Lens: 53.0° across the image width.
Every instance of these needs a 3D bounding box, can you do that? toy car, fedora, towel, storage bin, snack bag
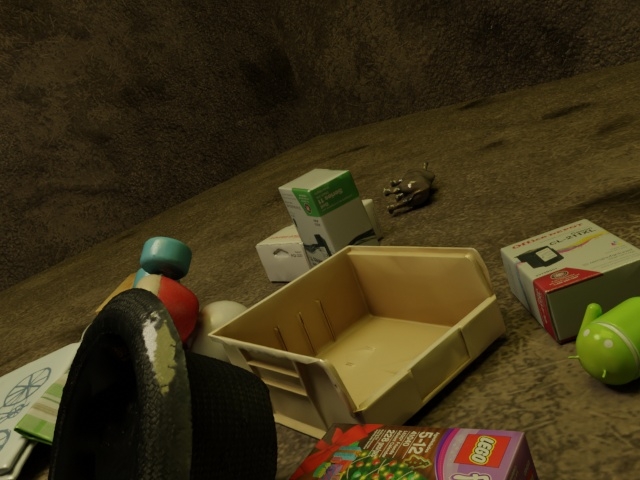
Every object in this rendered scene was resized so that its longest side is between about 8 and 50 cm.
[{"bbox_3d":[-0.179,0.148,0.971,0.210,0.238,0.219,129,153,-56],"label":"toy car"},{"bbox_3d":[-0.142,0.206,0.599,0.153,0.333,0.334,10,-3,-32],"label":"fedora"},{"bbox_3d":[-0.363,0.255,0.952,0.113,0.023,0.152,20,22,1],"label":"towel"},{"bbox_3d":[0.047,0.117,0.809,0.262,0.123,0.260,-31,18,-34],"label":"storage bin"},{"bbox_3d":[-0.553,0.312,1.005,0.343,0.037,0.323,-24,22,9],"label":"snack bag"}]

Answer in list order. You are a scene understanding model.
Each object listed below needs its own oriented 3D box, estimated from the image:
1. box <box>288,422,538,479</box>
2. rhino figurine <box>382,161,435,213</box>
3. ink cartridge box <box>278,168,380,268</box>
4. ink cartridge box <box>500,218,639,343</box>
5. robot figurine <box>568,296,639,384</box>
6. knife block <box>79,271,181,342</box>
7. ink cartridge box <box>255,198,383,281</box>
[{"bbox_3d":[0.027,0.253,0.489,0.201,0.057,0.293,-9,19,36],"label":"box"},{"bbox_3d":[0.223,-0.136,1.549,0.106,0.073,0.243,-19,13,21],"label":"rhino figurine"},{"bbox_3d":[0.025,-0.016,1.138,0.087,0.208,0.153,-29,16,-18],"label":"ink cartridge box"},{"bbox_3d":[0.317,0.044,0.805,0.128,0.072,0.175,-20,16,4],"label":"ink cartridge box"},{"bbox_3d":[0.306,0.100,0.639,0.115,0.067,0.101,-26,22,-18],"label":"robot figurine"},{"bbox_3d":[-0.404,0.157,1.320,0.242,0.088,0.276,-31,19,-35],"label":"knife block"},{"bbox_3d":[0.000,0.000,1.333,0.159,0.092,0.218,-3,21,48],"label":"ink cartridge box"}]
